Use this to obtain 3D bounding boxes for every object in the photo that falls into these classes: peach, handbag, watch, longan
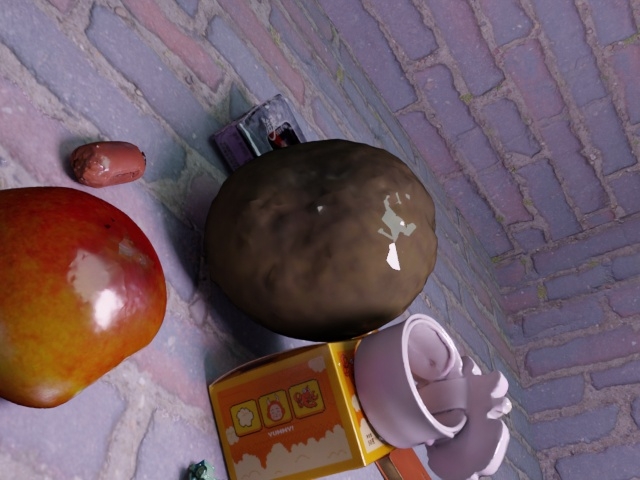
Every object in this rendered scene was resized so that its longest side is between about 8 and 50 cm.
[{"bbox_3d":[-0.330,0.049,0.750,0.275,0.245,0.248,52,-2,-7],"label":"peach"},{"bbox_3d":[0.213,0.584,1.531,0.190,0.062,0.127,60,25,-9],"label":"handbag"},{"bbox_3d":[0.178,0.246,0.983,0.231,0.196,0.244,45,35,-27],"label":"watch"},{"bbox_3d":[0.006,0.000,1.187,0.404,0.435,0.404,-4,90,-81],"label":"longan"}]

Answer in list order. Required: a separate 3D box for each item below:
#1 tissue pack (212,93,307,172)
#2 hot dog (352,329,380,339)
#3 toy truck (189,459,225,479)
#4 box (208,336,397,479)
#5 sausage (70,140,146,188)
[{"bbox_3d":[-0.092,-0.151,1.473,0.361,0.122,0.259,62,28,-16],"label":"tissue pack"},{"bbox_3d":[0.121,0.302,1.543,0.227,0.099,0.160,46,32,-43],"label":"hot dog"},{"bbox_3d":[-0.181,0.409,0.888,0.067,0.081,0.175,52,10,-32],"label":"toy truck"},{"bbox_3d":[-0.001,0.301,1.098,0.283,0.259,0.214,9,59,-62],"label":"box"},{"bbox_3d":[-0.344,-0.127,0.998,0.141,0.076,0.076,-20,88,-65],"label":"sausage"}]
